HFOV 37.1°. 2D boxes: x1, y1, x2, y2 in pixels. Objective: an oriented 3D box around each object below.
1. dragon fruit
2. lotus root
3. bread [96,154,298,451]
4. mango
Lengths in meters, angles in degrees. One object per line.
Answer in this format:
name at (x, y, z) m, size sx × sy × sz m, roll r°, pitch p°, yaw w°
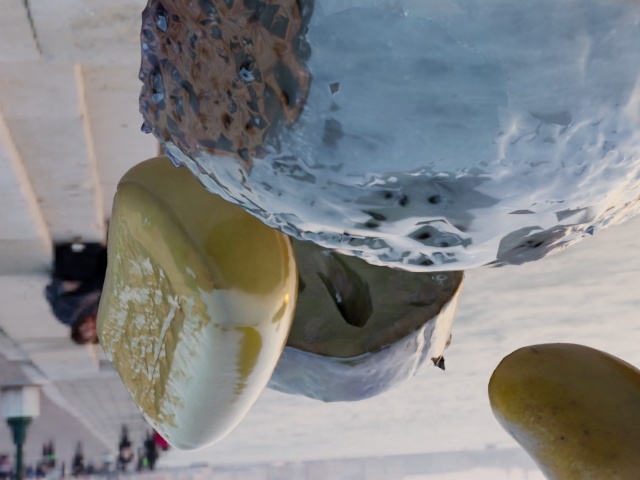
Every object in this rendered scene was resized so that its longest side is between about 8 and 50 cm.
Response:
dragon fruit at (0.062, -0.094, 0.414) m, size 0.221 × 0.204 × 0.283 m, roll -30°, pitch 141°, yaw -37°
lotus root at (0.000, 0.000, 1.073) m, size 0.374 × 0.391 × 0.111 m, roll 2°, pitch 137°, yaw 10°
bread at (-0.078, 0.042, 0.631) m, size 0.098 × 0.147 × 0.217 m, roll -22°, pitch 157°, yaw -30°
mango at (0.207, 0.143, 0.689) m, size 0.115 × 0.178 × 0.090 m, roll -28°, pitch 152°, yaw -20°
